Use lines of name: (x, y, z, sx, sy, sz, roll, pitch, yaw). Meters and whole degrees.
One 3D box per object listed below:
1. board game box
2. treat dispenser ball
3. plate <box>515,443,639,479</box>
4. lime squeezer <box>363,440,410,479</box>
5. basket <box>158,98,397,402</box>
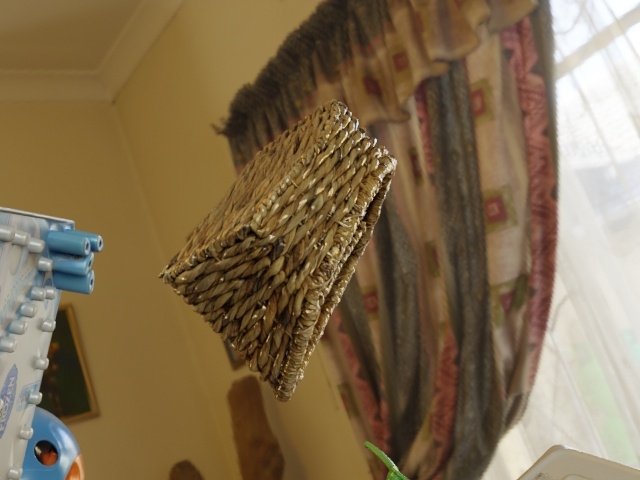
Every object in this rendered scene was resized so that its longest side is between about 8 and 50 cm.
board game box: (-0.302, 0.165, 0.726, 0.050, 0.390, 0.390, 12, -2, 2)
treat dispenser ball: (-0.564, 0.428, 1.474, 0.288, 0.288, 0.288, -19, -14, -5)
plate: (0.441, 0.444, 1.433, 0.277, 0.045, 0.278, -27, 21, -35)
lime squeezer: (0.124, 0.446, 1.442, 0.110, 0.059, 0.310, -47, 19, 27)
basket: (0.000, 0.000, 1.004, 0.213, 0.223, 0.299, -30, 18, 38)
